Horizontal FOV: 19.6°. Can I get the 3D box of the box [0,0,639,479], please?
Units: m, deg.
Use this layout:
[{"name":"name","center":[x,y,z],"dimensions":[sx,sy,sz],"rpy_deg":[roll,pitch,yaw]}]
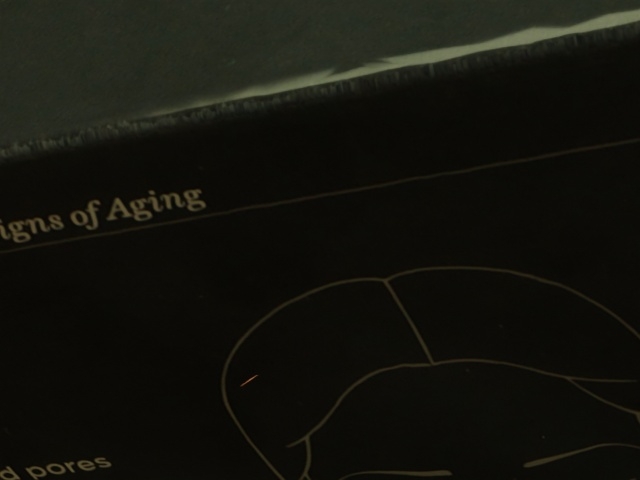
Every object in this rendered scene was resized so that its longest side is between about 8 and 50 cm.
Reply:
[{"name":"box","center":[0.000,0.000,0.884],"dimensions":[0.480,0.471,0.297],"rpy_deg":[-9,50,19]}]
